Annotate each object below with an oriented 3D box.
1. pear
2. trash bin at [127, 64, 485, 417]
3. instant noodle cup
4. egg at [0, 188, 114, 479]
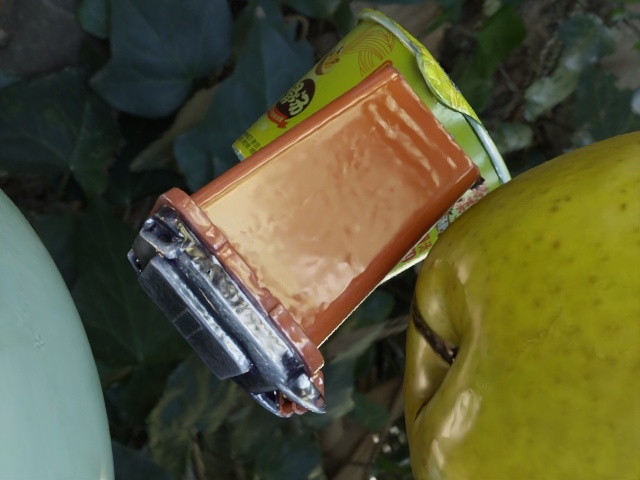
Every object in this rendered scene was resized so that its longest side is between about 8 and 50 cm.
[{"bbox_3d":[0.255,0.099,0.667,0.418,0.362,0.362,4,141,-15],"label":"pear"},{"bbox_3d":[0.000,0.000,0.788,0.239,0.184,0.161,-38,-179,-19],"label":"trash bin"},{"bbox_3d":[0.051,-0.085,1.230,0.221,0.311,0.311,-38,152,-4],"label":"instant noodle cup"},{"bbox_3d":[-0.221,0.128,0.418,0.276,0.389,0.276,2,159,1],"label":"egg"}]
